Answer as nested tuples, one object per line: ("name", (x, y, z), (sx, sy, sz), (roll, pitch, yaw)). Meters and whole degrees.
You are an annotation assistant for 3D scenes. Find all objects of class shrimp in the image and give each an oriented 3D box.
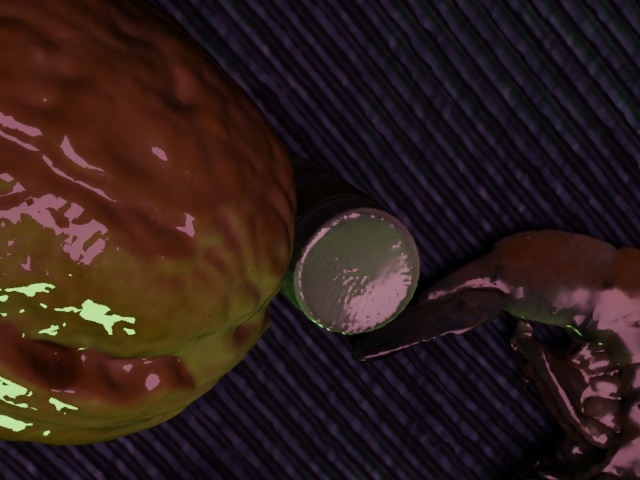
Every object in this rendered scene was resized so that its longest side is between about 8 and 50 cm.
("shrimp", (0.071, 0.084, 0.634), (0.217, 0.051, 0.150), (-38, 108, -10))

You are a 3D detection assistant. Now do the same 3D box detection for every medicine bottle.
("medicine bottle", (0.000, 0.000, 0.560), (0.047, 0.083, 0.047), (-5, 107, -18))

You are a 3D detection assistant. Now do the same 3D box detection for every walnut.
("walnut", (-0.091, -0.013, 0.493), (0.184, 0.155, 0.155), (33, 93, -23))
